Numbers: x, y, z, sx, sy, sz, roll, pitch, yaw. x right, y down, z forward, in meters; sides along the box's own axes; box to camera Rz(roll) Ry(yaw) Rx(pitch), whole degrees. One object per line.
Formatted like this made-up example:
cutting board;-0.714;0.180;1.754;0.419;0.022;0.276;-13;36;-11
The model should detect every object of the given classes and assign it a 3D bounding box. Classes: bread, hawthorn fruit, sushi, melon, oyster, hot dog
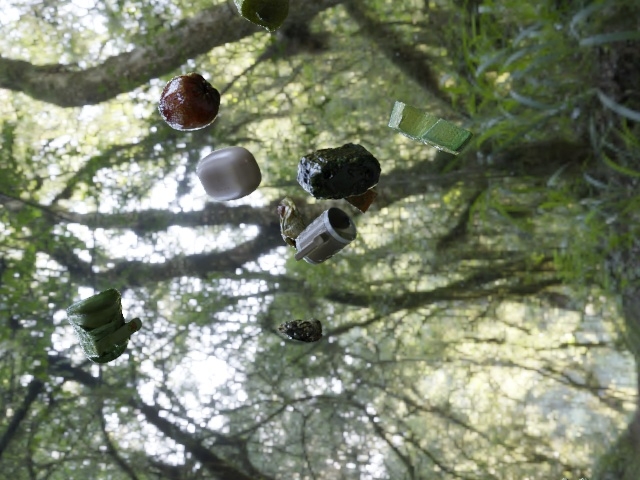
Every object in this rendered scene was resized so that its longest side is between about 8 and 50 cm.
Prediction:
bread;-0.149;-0.605;1.971;0.129;0.111;0.114;27;-163;-40
hawthorn fruit;-0.375;-0.374;2.153;0.157;0.194;0.157;29;-128;-44
sushi;0.054;-0.180;2.100;0.225;0.127;0.124;-13;-57;-27
melon;0.220;-0.216;1.532;0.118;0.209;0.064;25;-83;-22
oyster;-0.036;0.157;1.386;0.054;0.083;0.019;-102;18;-48
hot dog;-0.065;-0.022;1.900;0.061;0.078;0.169;-27;-94;-34

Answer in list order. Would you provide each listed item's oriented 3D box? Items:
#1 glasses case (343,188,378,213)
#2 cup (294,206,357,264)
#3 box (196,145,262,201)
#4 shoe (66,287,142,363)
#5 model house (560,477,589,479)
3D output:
glasses case;0.067;-0.176;2.383;0.075;0.218;0.049;-55;5;14
cup;0.006;0.004;1.430;0.074;0.099;0.102;37;-142;-18
box;-0.247;-0.179;2.101;0.088;0.200;0.146;-42;-67;-45
shoe;-0.518;0.204;1.872;0.140;0.128;0.262;-38;-13;-30
model house;0.337;0.507;1.115;0.358;0.242;0.313;-95;26;-71
